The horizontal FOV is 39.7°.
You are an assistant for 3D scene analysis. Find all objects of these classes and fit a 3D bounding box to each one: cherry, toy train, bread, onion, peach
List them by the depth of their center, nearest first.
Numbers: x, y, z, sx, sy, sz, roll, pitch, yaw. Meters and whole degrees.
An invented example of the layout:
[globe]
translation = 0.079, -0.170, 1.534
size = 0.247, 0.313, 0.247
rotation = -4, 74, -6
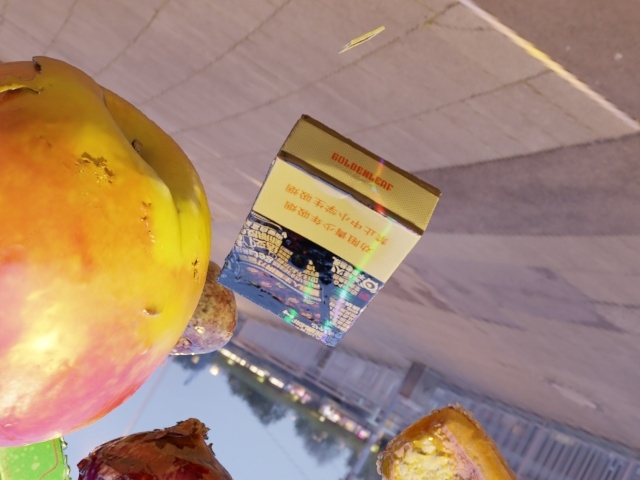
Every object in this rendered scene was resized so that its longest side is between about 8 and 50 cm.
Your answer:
[peach]
translation = -0.289, 0.019, 0.847
size = 0.370, 0.370, 0.370
rotation = 30, 171, 5
[bread]
translation = 0.200, 0.354, 1.127
size = 0.288, 0.153, 0.119
rotation = 57, -169, 13
[onion]
translation = -0.195, 0.307, 1.143
size = 0.230, 0.163, 0.230
rotation = 26, 173, 3
[toy train]
translation = -0.467, 0.284, 1.251
size = 0.188, 0.243, 0.132
rotation = -17, -161, -36
[cherry]
translation = -0.245, 0.121, 1.655
size = 0.195, 0.195, 0.195
rotation = 30, 171, 5

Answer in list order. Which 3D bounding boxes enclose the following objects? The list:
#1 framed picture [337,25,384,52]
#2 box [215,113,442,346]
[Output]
[framed picture]
translation = 0.068, -0.340, 1.506
size = 0.006, 0.066, 0.089
rotation = 64, 169, -7
[box]
translation = 0.000, 0.000, 1.149
size = 0.198, 0.084, 0.310
rotation = 29, 143, -3
